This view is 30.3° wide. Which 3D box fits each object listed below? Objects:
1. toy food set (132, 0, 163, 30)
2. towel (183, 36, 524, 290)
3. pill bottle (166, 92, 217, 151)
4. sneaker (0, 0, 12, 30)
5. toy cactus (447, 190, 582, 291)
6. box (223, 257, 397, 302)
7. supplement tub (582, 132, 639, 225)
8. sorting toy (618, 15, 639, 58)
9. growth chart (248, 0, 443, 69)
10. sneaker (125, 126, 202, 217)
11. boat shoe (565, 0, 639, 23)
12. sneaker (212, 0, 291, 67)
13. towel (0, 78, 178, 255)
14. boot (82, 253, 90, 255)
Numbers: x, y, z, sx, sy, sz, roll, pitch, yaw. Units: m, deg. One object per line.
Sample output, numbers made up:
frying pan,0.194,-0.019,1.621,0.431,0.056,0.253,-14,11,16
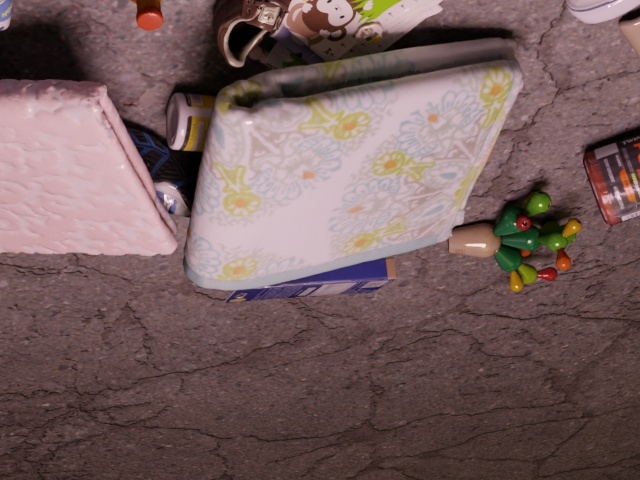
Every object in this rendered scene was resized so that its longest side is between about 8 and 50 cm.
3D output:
toy food set,-0.134,-0.296,1.017,0.111,0.105,0.232,12,143,-33
towel,0.033,-0.087,1.366,0.374,0.090,0.321,-13,147,-22
pill bottle,-0.112,-0.131,1.338,0.116,0.065,0.065,3,147,-21
sneaker,-0.364,-0.215,1.131,0.144,0.053,0.059,-7,151,-5
toy cactus,0.272,0.009,1.677,0.180,0.112,0.219,-2,158,4
box,-0.019,0.056,1.664,0.225,0.037,0.136,-4,171,-14
supplement tub,0.449,-0.098,1.536,0.197,0.106,0.106,-21,148,15
sorting toy,0.472,-0.244,1.366,0.208,0.038,0.193,-26,147,23
growth chart,0.034,-0.237,1.254,0.172,0.021,0.237,19,137,-39
sneaker,-0.191,-0.074,1.413,0.081,0.080,0.211,-17,148,39
boat shoe,0.325,-0.322,1.153,0.084,0.095,0.258,21,126,-36
sneaker,-0.044,-0.244,1.165,0.066,0.071,0.188,10,144,-29
towel,-0.346,-0.076,1.293,0.331,0.053,0.317,1,152,11
boot,-0.278,-0.026,1.493,0.106,0.037,0.114,-17,144,5
